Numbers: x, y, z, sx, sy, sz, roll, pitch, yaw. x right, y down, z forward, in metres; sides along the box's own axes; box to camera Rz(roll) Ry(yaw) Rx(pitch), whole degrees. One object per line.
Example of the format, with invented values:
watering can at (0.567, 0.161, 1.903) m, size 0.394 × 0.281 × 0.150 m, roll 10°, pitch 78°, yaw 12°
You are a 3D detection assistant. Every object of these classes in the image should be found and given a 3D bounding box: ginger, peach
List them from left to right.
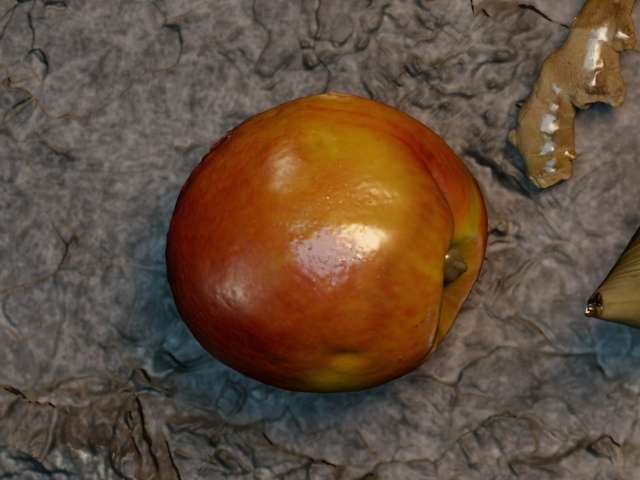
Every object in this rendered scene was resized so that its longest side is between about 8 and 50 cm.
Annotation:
peach at (0.000, 0.000, 1.534) m, size 0.281 × 0.238 × 0.281 m, roll 9°, pitch 111°, yaw 24°
ginger at (0.250, -0.177, 1.551) m, size 0.089 × 0.075 × 0.288 m, roll 39°, pitch 105°, yaw 37°

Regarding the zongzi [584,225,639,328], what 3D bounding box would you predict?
zongzi at (0.303, -0.027, 1.443) m, size 0.115 × 0.256 × 0.228 m, roll 15°, pitch 91°, yaw 42°
